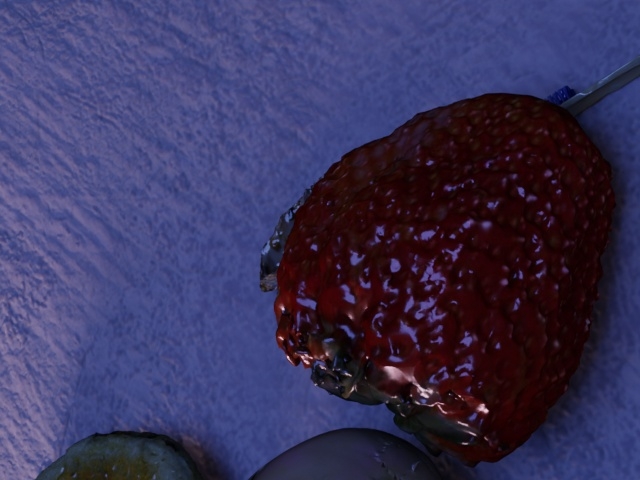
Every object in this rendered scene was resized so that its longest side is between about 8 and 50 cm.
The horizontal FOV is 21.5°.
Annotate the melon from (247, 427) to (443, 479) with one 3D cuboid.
[{"bbox_3d":[0.011,0.312,1.672,0.223,0.223,0.317,61,140,21],"label":"melon"}]

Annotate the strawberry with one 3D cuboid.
[{"bbox_3d":[0.126,0.015,1.604,0.312,0.267,0.351,31,89,13],"label":"strawberry"}]

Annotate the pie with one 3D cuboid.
[{"bbox_3d":[-0.245,0.362,1.899,0.323,0.070,0.323,-19,61,37],"label":"pie"}]

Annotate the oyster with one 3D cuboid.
[{"bbox_3d":[-0.006,0.003,1.811,0.177,0.056,0.105,-46,53,23],"label":"oyster"}]

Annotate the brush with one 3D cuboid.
[{"bbox_3d":[0.261,-0.147,1.652,0.178,0.033,0.030,-32,56,28],"label":"brush"}]
